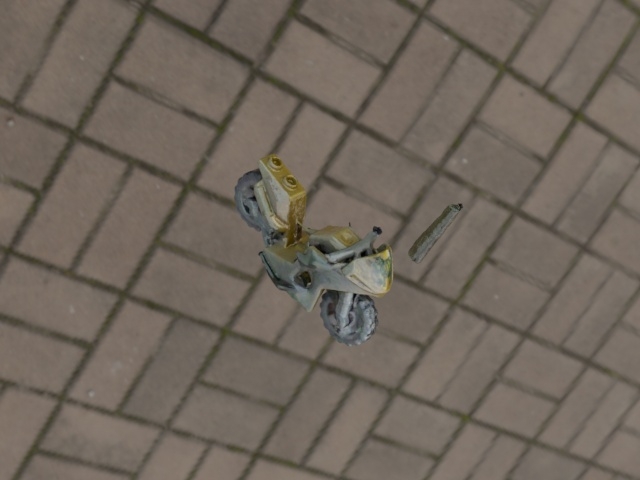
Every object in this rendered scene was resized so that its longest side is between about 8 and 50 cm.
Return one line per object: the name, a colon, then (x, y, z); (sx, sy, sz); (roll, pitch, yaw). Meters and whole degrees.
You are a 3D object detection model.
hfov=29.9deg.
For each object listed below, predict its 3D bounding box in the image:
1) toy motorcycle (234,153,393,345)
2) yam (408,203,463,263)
toy motorcycle: (0.000, 0.000, 1.293); (0.094, 0.229, 0.130); (-27, 164, -43)
yam: (0.185, -0.017, 1.933); (0.027, 0.033, 0.129); (19, 125, -25)
